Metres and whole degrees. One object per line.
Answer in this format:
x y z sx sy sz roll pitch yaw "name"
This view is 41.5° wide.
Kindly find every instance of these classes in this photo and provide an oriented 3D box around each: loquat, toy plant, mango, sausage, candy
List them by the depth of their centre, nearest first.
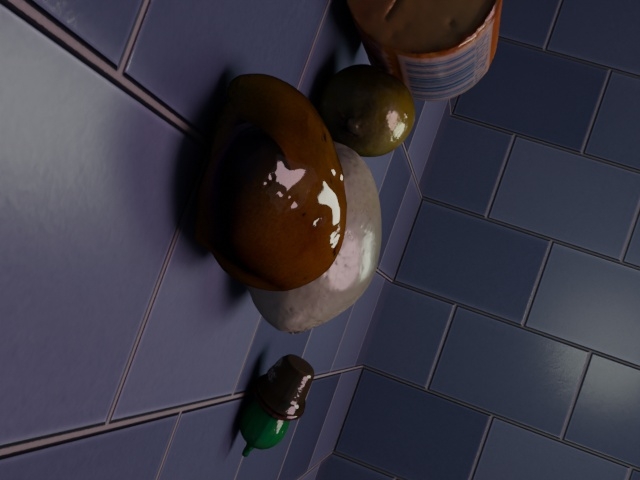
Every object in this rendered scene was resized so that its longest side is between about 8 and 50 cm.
-0.058 -0.047 0.982 0.201 0.152 0.287 -38 149 -12 "mango"
0.000 0.000 1.244 0.295 0.185 0.296 17 90 -73 "candy"
0.074 -0.203 1.326 0.195 0.152 0.152 -42 149 -66 "loquat"
0.170 -0.359 1.327 0.287 0.233 0.233 17 92 -79 "sausage"
-0.088 0.302 1.536 0.200 0.105 0.143 -55 -174 12 "toy plant"
